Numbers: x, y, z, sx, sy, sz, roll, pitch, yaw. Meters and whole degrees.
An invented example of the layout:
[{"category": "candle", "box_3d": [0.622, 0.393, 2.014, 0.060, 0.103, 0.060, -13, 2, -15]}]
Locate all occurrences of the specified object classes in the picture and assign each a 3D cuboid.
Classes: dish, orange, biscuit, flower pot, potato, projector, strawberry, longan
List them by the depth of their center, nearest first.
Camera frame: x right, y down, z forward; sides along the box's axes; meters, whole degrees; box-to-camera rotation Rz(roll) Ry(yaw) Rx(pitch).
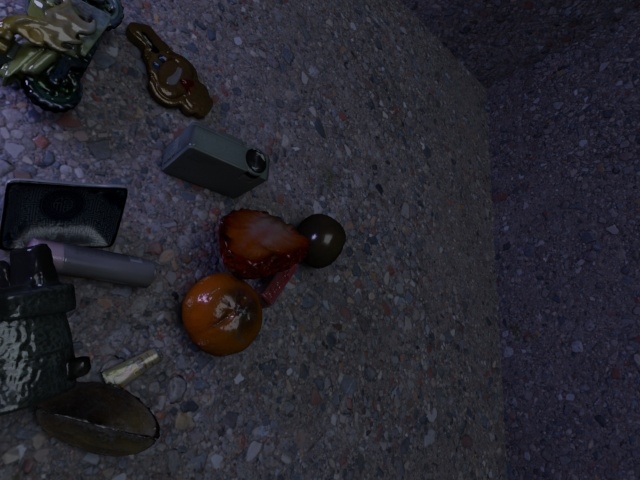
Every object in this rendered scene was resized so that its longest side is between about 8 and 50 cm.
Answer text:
[{"category": "flower pot", "box_3d": [-0.589, 0.162, 0.817, 0.299, 0.299, 0.283, -7, 85, -44]}, {"category": "potato", "box_3d": [-0.493, 0.396, 0.999, 0.261, 0.100, 0.120, 26, 20, -19]}, {"category": "dish", "box_3d": [-0.588, -0.072, 1.028, 0.243, 0.182, 0.080, -2, 41, -45]}, {"category": "orange", "box_3d": [-0.259, 0.196, 1.209, 0.224, 0.170, 0.224, 18, 63, -40]}, {"category": "strawberry", "box_3d": [-0.184, 0.033, 1.286, 0.265, 0.149, 0.336, 25, 22, 5]}, {"category": "projector", "box_3d": [-0.297, -0.228, 1.299, 0.256, 0.192, 0.099, 20, 64, -38]}, {"category": "biscuit", "box_3d": [-0.455, -0.505, 1.349, 0.183, 0.047, 0.320, -42, 104, -46]}, {"category": "longan", "box_3d": [0.000, 0.000, 1.532, 0.189, 0.189, 0.189, 16, 66, -39]}]

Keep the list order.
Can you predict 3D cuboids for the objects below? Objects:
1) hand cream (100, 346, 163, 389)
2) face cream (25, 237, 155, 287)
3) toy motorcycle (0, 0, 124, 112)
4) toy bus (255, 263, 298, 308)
[{"category": "hand cream", "box_3d": [-0.450, 0.305, 1.088, 0.143, 0.039, 0.061, -30, 100, -40]}, {"category": "face cream", "box_3d": [-0.528, 0.054, 1.045, 0.269, 0.107, 0.073, 19, 83, -45]}, {"category": "toy motorcycle", "box_3d": [-0.640, -0.508, 1.085, 0.237, 0.168, 0.410, 27, 59, -33]}, {"category": "toy bus", "box_3d": [-0.139, 0.126, 1.411, 0.065, 0.077, 0.192, 52, 49, -21]}]
